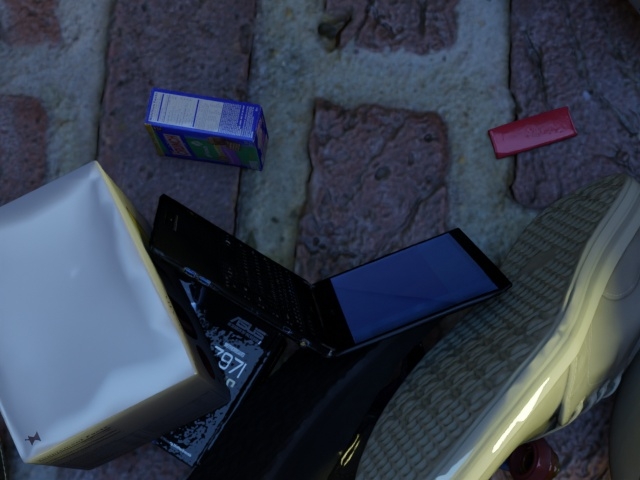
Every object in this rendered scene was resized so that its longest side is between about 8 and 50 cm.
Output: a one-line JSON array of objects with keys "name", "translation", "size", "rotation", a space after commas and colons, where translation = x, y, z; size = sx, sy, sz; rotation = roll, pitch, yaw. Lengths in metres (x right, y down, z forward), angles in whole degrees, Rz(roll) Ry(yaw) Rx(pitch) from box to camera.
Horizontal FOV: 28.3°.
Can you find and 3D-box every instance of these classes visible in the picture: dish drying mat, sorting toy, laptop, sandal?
[{"name": "dish drying mat", "translation": [0.209, -0.106, 1.253], "size": [0.083, 0.008, 0.032], "rotation": [-17, 79, -2]}, {"name": "sorting toy", "translation": [0.189, 0.190, 1.169], "size": [0.042, 0.102, 0.061], "rotation": [21, 120, -28]}, {"name": "laptop", "translation": [0.000, 0.000, 1.106], "size": [0.264, 0.234, 0.136], "rotation": [32, 97, -10]}, {"name": "sandal", "translation": [-0.003, 0.178, 1.088], "size": [0.107, 0.167, 0.446], "rotation": [54, 54, -16]}]

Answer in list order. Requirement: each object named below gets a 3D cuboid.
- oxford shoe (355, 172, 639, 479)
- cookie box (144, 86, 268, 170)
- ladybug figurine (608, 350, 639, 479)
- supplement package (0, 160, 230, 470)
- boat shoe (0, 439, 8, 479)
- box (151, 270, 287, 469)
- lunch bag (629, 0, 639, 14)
[{"name": "oxford shoe", "translation": [0.183, 0.101, 1.049], "size": [0.130, 0.169, 0.449], "rotation": [57, 46, -12]}, {"name": "cookie box", "translation": [-0.109, -0.106, 1.224], "size": [0.107, 0.092, 0.040], "rotation": [10, 75, 5]}, {"name": "ladybug figurine", "translation": [0.428, 0.106, 1.084], "size": [0.162, 0.305, 0.449], "rotation": [43, 82, -30]}, {"name": "supplement package", "translation": [-0.190, 0.070, 1.052], "size": [0.149, 0.203, 0.194], "rotation": [-27, 78, -2]}, {"name": "boat shoe", "translation": [-0.299, 0.268, 1.147], "size": [0.073, 0.080, 0.224], "rotation": [-11, 76, 34]}, {"name": "box", "translation": [-0.144, 0.109, 1.186], "size": [0.180, 0.077, 0.147], "rotation": [31, 81, 8]}, {"name": "lunch bag", "translation": [0.430, -0.299, 1.199], "size": [0.303, 0.115, 0.243], "rotation": [-48, 111, -6]}]
